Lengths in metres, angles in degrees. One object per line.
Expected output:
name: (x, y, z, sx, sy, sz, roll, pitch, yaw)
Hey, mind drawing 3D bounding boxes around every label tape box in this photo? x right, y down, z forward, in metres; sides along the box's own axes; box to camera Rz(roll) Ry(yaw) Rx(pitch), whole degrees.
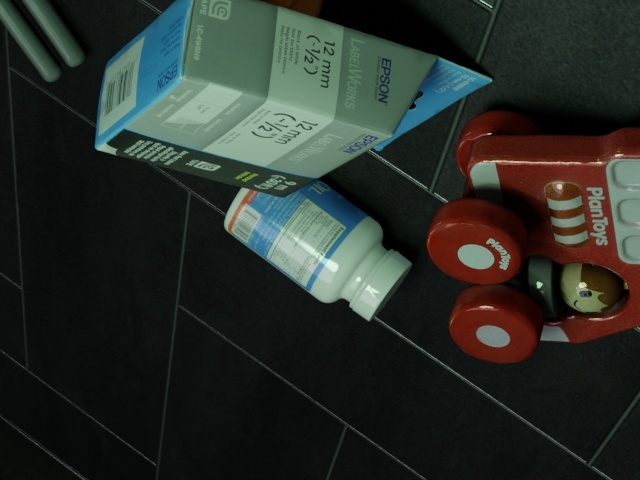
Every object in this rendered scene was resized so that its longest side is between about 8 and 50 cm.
label tape box: (-0.031, -0.135, 1.630, 0.347, 0.115, 0.249, 16, 160, -24)

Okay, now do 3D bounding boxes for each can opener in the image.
can opener: (-0.410, -0.339, 2.027, 0.280, 0.074, 0.093, 56, -178, -22)

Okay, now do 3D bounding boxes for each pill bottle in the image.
pill bottle: (0.000, 0.000, 1.929, 0.221, 0.124, 0.124, 37, 150, 7)

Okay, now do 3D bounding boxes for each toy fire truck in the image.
toy fire truck: (0.263, 0.004, 1.612, 0.253, 0.169, 0.302, 3, 137, 22)

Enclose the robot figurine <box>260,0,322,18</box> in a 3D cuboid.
robot figurine: (-0.080, -0.287, 1.632, 0.158, 0.128, 0.219, -12, 123, 39)
